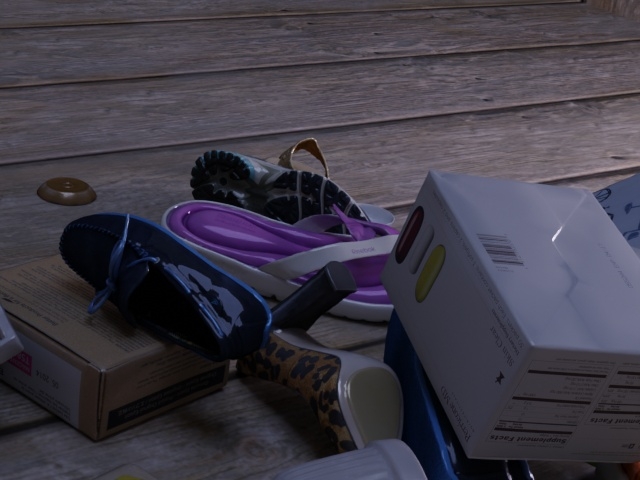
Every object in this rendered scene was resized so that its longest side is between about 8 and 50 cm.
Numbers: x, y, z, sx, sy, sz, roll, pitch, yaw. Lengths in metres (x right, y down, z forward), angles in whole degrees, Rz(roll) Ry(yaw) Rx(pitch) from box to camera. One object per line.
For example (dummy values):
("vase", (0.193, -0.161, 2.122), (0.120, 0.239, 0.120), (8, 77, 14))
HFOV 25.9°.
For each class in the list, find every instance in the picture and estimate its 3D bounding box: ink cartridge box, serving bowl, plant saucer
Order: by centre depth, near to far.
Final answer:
("ink cartridge box", (-0.241, 0.101, 1.480), (0.234, 0.088, 0.193), (26, 29, 34))
("plant saucer", (-0.355, -0.072, 1.952), (0.083, 0.015, 0.083), (8, 22, -3))
("serving bowl", (0.062, -0.026, 1.983), (0.083, 0.027, 0.083), (8, 22, -3))

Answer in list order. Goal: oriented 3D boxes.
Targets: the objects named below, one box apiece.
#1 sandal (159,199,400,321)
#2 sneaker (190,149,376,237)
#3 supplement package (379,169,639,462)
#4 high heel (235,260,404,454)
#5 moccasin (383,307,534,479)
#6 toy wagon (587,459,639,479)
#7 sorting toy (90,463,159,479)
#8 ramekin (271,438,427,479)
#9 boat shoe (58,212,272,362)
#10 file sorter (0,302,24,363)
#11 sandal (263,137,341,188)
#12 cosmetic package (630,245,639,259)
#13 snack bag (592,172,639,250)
("sandal", (-0.001, 0.008, 1.752), (0.416, 0.102, 0.169), (10, 33, 1))
("sneaker", (-0.035, -0.059, 1.929), (0.283, 0.110, 0.122), (26, 14, 24))
("supplement package", (0.208, 0.073, 1.362), (0.204, 0.145, 0.262), (6, 36, -26))
("high heel", (-0.008, 0.174, 1.448), (0.093, 0.186, 0.261), (14, 49, -38))
("moccasin", (0.139, 0.173, 1.436), (0.116, 0.138, 0.342), (9, 36, -12))
("toy wagon", (0.382, 0.243, 1.398), (0.344, 0.068, 0.267), (24, 27, 33))
("sorting toy", (-0.164, 0.261, 1.185), (0.208, 0.038, 0.193), (23, 26, 31))
("ramekin", (0.022, 0.260, 1.055), (0.109, 0.207, 0.207), (-6, 25, -12))
("boat shoe", (-0.170, 0.041, 1.403), (0.258, 0.109, 0.089), (20, 29, 27))
("file sorter", (-0.444, 0.036, 1.356), (0.192, 0.173, 0.277), (-33, 34, -9))
("sandal", (-0.014, -0.114, 2.100), (0.088, 0.079, 0.240), (-1, 24, -24))
("cosmetic package", (0.285, 0.098, 1.584), (0.099, 0.060, 0.239), (27, 59, 33))
("snack bag", (0.399, -0.013, 1.871), (0.342, 0.037, 0.323), (-22, 16, 18))
